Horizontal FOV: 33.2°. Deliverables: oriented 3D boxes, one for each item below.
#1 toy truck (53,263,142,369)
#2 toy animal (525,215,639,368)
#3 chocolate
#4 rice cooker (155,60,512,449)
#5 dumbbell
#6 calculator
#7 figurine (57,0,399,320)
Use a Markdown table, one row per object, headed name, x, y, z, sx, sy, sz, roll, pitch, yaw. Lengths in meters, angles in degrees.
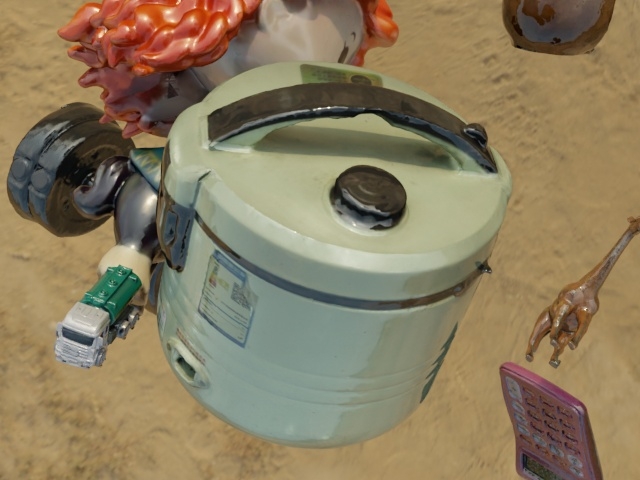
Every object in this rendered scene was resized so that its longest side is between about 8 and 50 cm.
| name | x | y | z | sx | sy | sz | roll | pitch | yaw |
| --- | --- | --- | --- | --- | --- | --- | --- | --- | --- |
| toy truck | -0.159 | 0.053 | 0.775 | 0.039 | 0.083 | 0.044 | 19 | 121 | 6 |
| toy animal | 0.419 | 0.081 | 1.686 | 0.066 | 0.230 | 0.224 | 35 | 146 | 1 |
| chocolate | 0.258 | -0.266 | 1.138 | 0.124 | 0.127 | 0.133 | 12 | 108 | 25 |
| rice cooker | 0.000 | 0.000 | 0.726 | 0.226 | 0.226 | 0.244 | 25 | 134 | 9 |
| dumbbell | -0.253 | -0.042 | 1.411 | 0.388 | 0.185 | 0.185 | 32 | 115 | 25 |
| calculator | 0.258 | 0.223 | 1.180 | 0.126 | 0.034 | 0.190 | 30 | 144 | 50 |
| figurine | -0.068 | -0.102 | 0.965 | 0.306 | 0.241 | 0.412 | -9 | 74 | 2 |
